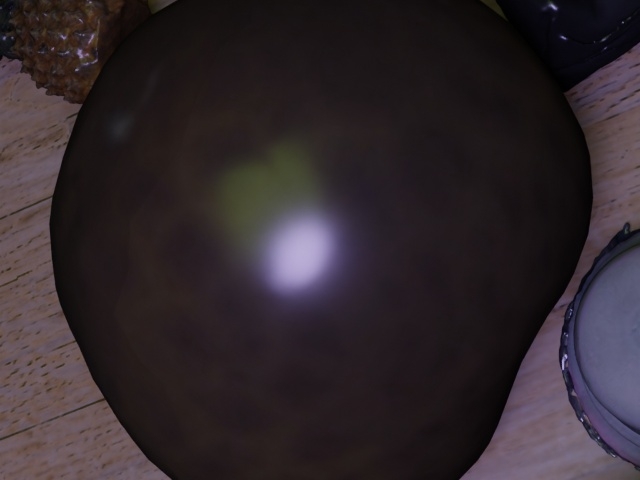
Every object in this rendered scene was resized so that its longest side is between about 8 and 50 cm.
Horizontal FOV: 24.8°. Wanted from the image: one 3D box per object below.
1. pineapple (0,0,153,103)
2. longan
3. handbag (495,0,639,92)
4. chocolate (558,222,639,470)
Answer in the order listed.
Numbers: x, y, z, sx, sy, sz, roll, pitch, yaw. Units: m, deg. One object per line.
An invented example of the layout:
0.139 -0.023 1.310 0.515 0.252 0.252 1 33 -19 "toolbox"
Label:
-0.277 -0.201 1.264 0.277 0.119 0.130 16 105 23 "pineapple"
0.000 0.000 1.019 0.405 0.336 0.404 -2 101 -12 "longan"
0.215 -0.314 1.098 0.288 0.152 0.342 -30 67 5 "handbag"
0.255 0.063 1.012 0.221 0.147 0.221 -5 75 18 "chocolate"
